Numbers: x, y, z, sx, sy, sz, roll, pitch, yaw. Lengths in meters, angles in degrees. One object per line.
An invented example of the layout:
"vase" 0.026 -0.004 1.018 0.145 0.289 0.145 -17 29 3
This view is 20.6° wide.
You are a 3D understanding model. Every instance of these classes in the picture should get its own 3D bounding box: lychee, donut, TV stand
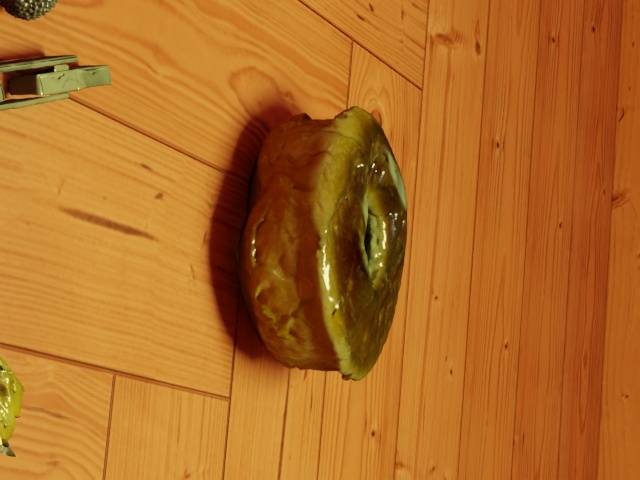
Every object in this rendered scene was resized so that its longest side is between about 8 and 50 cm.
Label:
"lychee" -0.261 -0.236 1.562 0.068 0.067 0.083 -43 139 -66
"donut" 0.000 0.000 2.043 0.330 0.160 0.330 5 90 -76
"TV stand" -0.266 -0.143 1.586 0.249 0.036 0.042 -22 108 -63

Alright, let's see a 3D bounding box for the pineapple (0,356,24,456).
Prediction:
"pineapple" -0.320 0.125 1.424 0.233 0.080 0.135 59 41 -48
